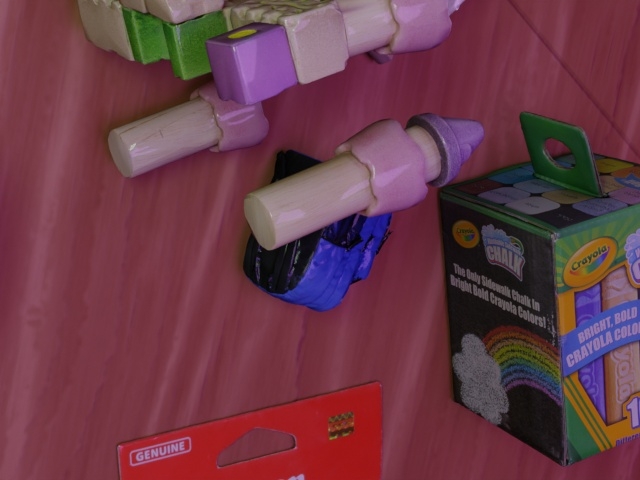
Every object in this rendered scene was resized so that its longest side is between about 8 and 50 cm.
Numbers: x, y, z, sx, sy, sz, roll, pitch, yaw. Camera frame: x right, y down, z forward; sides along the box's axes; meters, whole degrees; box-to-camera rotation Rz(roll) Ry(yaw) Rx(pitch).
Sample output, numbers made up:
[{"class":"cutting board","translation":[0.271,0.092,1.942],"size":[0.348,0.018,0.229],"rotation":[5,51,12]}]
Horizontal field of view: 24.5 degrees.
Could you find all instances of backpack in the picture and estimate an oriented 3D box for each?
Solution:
[{"class":"backpack","translation":[0.000,0.000,1.252],"size":[0.101,0.098,0.120],"rotation":[26,89,-37]}]

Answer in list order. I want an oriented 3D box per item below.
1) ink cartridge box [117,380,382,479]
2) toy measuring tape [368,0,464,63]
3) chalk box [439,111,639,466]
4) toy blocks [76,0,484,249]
[{"class":"ink cartridge box","translation":[-0.042,0.272,1.327],"size":[0.275,0.060,0.239],"rotation":[-11,110,-28]},{"class":"toy measuring tape","translation":[0.157,-0.287,1.285],"size":[0.330,0.121,0.121],"rotation":[-39,123,10]},{"class":"chalk box","translation":[0.232,0.024,1.350],"size":[0.179,0.180,0.289],"rotation":[-15,112,-27]},{"class":"toy blocks","translation":[-0.012,-0.194,1.069],"size":[0.260,0.288,0.309],"rotation":[-24,117,-25]}]
